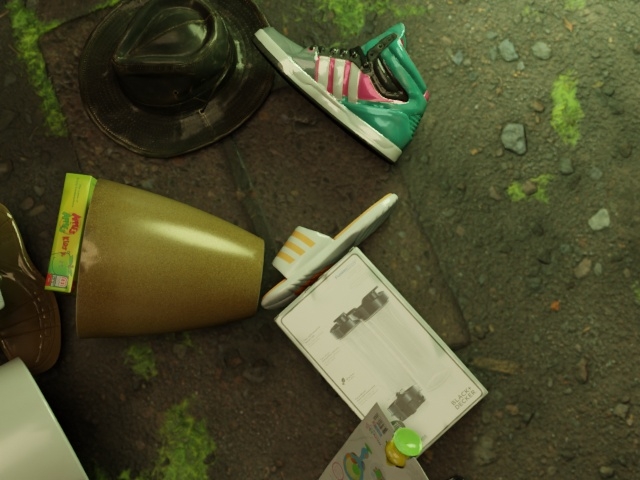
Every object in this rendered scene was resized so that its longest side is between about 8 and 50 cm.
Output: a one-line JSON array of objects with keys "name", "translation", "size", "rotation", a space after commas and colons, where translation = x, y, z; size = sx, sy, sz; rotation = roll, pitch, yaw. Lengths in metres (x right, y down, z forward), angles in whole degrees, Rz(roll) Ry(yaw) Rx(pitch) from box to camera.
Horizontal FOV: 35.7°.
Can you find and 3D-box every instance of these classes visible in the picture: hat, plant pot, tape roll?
[{"name": "hat", "translation": [-0.239, -0.294, 1.564], "size": [0.331, 0.134, 0.331], "rotation": [-1, 81, 6]}, {"name": "plant pot", "translation": [-0.217, 0.040, 1.477], "size": [0.254, 0.237, 0.237], "rotation": [7, 81, -8]}, {"name": "tape roll", "translation": [-0.445, 0.310, 1.410], "size": [0.169, 0.246, 0.246], "rotation": [-29, 78, -18]}]

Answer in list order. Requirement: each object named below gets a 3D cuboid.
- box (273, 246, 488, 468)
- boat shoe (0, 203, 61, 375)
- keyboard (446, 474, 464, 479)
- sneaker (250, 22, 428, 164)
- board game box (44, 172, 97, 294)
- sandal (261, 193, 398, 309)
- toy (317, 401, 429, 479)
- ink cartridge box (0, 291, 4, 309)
[{"name": "box", "translation": [0.089, 0.171, 1.471], "size": [0.169, 0.087, 0.290], "rotation": [-43, 79, -2]}, {"name": "boat shoe", "translation": [-0.483, 0.077, 1.562], "size": [0.104, 0.089, 0.285], "rotation": [-17, 81, -23]}, {"name": "keyboard", "translation": [0.125, 0.499, 1.442], "size": [0.317, 0.033, 0.201], "rotation": [-30, 72, 2]}, {"name": "sneaker", "translation": [0.052, -0.275, 1.529], "size": [0.295, 0.124, 0.178], "rotation": [40, 92, 3]}, {"name": "board game box", "translation": [-0.377, -0.005, 1.551], "size": [0.043, 0.092, 0.181], "rotation": [7, 82, 8]}, {"name": "sandal", "translation": [0.001, 0.002, 1.510], "size": [0.265, 0.102, 0.076], "rotation": [-40, 77, -10]}, {"name": "toy", "translation": [0.086, 0.335, 1.394], "size": [0.056, 0.237, 0.137], "rotation": [-18, 61, -32]}, {"name": "ink cartridge box", "translation": [-0.558, 0.093, 1.515], "size": [0.223, 0.045, 0.224], "rotation": [-29, 75, 43]}]
